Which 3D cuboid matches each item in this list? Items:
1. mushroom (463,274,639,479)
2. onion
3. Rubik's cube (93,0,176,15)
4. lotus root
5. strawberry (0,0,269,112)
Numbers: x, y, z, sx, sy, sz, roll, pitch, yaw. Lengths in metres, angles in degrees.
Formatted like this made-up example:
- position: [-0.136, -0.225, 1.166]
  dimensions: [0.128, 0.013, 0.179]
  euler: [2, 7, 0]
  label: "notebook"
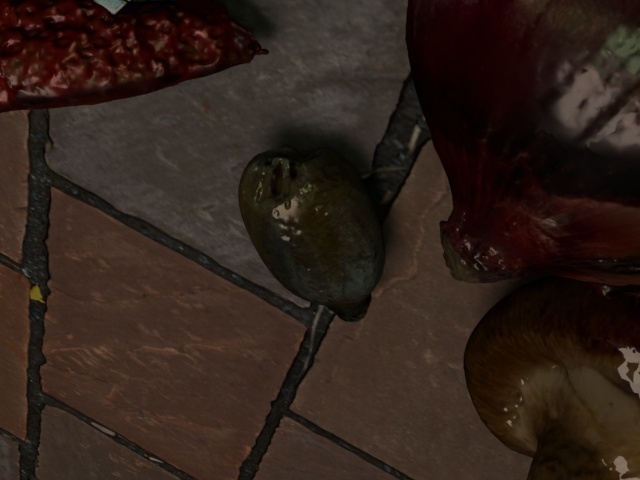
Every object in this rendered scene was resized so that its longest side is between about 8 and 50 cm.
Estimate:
- position: [0.237, 0.140, 0.811]
  dimensions: [0.267, 0.254, 0.267]
  euler: [4, 117, 9]
  label: "mushroom"
- position: [0.146, -0.048, 0.578]
  dimensions: [0.272, 0.195, 0.272]
  euler: [33, -177, -2]
  label: "onion"
- position: [-0.124, -0.217, 0.707]
  dimensions: [0.112, 0.133, 0.133]
  euler: [2, 143, -6]
  label: "Rubik's cube"
- position: [0.000, 0.000, 0.899]
  dimensions: [0.113, 0.088, 0.192]
  euler: [0, 135, 27]
  label: "lotus root"
- position: [-0.169, -0.153, 0.791]
  dimensions: [0.228, 0.174, 0.098]
  euler: [-4, 100, 30]
  label: "strawberry"
